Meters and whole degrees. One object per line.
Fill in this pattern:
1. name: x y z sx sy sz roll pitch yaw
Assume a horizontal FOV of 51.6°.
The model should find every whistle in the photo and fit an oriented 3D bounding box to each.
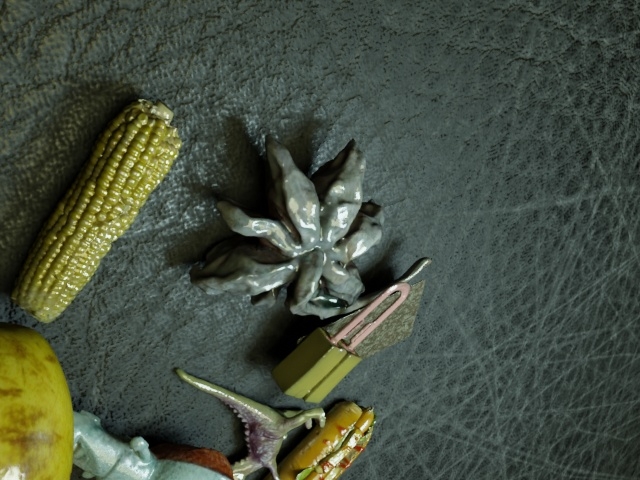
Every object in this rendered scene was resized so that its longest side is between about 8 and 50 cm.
1. whistle: -0.234 0.312 0.892 0.346 0.142 0.134 41 56 -26

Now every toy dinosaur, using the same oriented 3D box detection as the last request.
1. toy dinosaur: -0.097 0.280 1.001 0.199 0.072 0.251 -13 127 -16

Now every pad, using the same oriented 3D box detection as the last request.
1. pad: 0.062 0.154 1.051 0.235 0.003 0.158 -23 143 -23

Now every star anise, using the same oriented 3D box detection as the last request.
1. star anise: 0.000 0.000 0.899 0.359 0.139 0.316 -25 130 -18

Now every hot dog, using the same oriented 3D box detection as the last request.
1. hot dog: 0.001 0.366 1.094 0.250 0.076 0.104 -41 125 -10

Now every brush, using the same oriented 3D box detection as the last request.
1. brush: 0.041 0.140 0.972 0.233 0.047 0.103 -46 146 7

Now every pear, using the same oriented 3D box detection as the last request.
1. pear: -0.382 0.206 0.662 0.280 0.280 0.281 -13 116 -28

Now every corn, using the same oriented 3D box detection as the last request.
1. corn: -0.255 -0.035 0.758 0.086 0.086 0.288 33 92 -37
